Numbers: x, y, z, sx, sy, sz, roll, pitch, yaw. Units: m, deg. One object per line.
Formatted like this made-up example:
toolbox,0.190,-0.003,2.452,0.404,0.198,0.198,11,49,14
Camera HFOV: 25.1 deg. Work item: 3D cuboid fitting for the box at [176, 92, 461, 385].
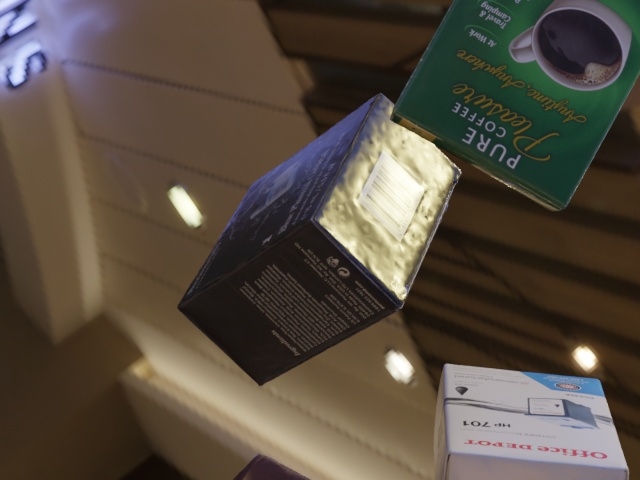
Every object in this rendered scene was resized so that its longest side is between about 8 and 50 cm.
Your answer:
box,0.000,0.000,1.046,0.093,0.156,0.158,44,-48,-15

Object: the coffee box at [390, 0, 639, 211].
coffee box,0.129,-0.121,0.803,0.113,0.184,0.040,28,-2,-2

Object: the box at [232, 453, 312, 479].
box,-0.017,0.243,0.642,0.168,0.203,0.167,23,-42,33

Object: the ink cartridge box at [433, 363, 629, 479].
ink cartridge box,0.164,0.173,1.153,0.191,0.139,0.082,-76,171,-76
